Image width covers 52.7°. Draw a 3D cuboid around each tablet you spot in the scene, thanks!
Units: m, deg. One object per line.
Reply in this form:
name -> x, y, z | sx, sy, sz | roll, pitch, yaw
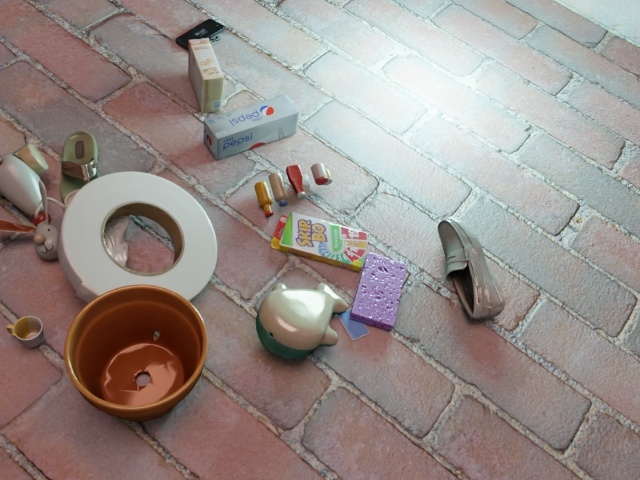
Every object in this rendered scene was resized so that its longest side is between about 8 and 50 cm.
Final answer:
tablet -> 0.085, 0.217, 1.683 | 0.054, 0.006, 0.083 | -20, 60, -23

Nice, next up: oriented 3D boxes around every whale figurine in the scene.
whale figurine -> -0.047, 0.199, 1.615 | 0.216, 0.141, 0.272 | 40, 33, 17

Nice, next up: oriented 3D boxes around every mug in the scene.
mug -> -0.678, 0.212, 1.503 | 0.078, 0.064, 0.062 | 38, 57, 16

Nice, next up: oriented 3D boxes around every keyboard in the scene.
keyboard -> -0.403, -0.705, 2.234 | 0.108, 0.023, 0.180 | 31, 56, 19

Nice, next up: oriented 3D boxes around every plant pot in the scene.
plant pot -> -0.399, 0.270, 1.430 | 0.291, 0.203, 0.290 | 6, 55, -8

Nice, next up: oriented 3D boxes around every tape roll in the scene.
tape roll -> -0.450, 0.009, 1.612 | 0.392, 0.072, 0.392 | 16, 56, -25

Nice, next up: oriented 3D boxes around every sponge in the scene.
sponge -> 0.157, 0.134, 1.737 | 0.117, 0.031, 0.210 | 19, 52, 0

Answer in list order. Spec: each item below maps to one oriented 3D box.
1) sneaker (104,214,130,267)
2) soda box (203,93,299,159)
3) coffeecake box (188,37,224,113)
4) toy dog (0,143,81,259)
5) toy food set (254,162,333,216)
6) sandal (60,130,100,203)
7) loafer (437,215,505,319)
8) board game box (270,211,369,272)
sneaker -> -0.555, -0.021, 1.657 | 0.115, 0.090, 0.232 | 12, 48, -32
soda box -> -0.209, -0.346, 1.969 | 0.286, 0.098, 0.091 | -23, 61, -25
coffeecake box -> -0.363, -0.518, 2.033 | 0.068, 0.142, 0.185 | -12, 58, -19
toy dog -> -0.759, -0.119, 1.645 | 0.334, 0.161, 0.220 | 35, 84, 18
toy food set -> -0.062, -0.147, 1.853 | 0.232, 0.111, 0.104 | -11, 70, -19
sandal -> -0.665, -0.199, 1.783 | 0.120, 0.086, 0.302 | -11, 58, -18
loafer -> 0.396, 0.071, 1.783 | 0.111, 0.112, 0.319 | -7, 57, -26
board game box -> 0.000, 0.000, 1.806 | 0.259, 0.039, 0.124 | 14, 53, 2
